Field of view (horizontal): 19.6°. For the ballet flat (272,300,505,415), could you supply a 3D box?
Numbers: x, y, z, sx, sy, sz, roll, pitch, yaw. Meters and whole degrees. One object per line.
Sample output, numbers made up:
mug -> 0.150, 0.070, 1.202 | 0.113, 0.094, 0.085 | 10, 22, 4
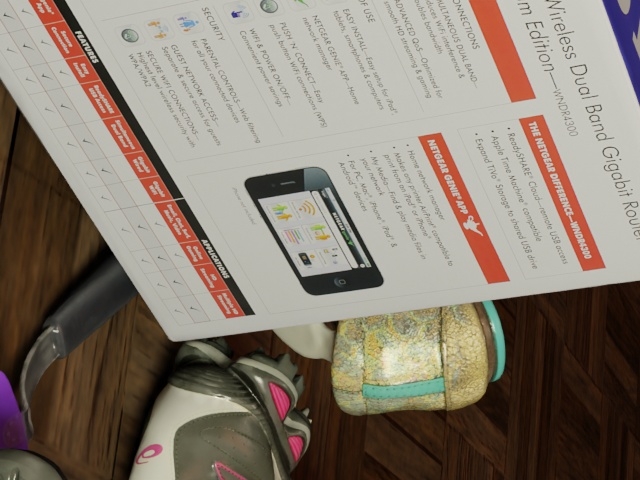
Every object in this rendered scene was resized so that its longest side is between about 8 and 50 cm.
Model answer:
ballet flat -> 0.000, 0.000, 1.142 | 0.348, 0.123, 0.123 | -124, -163, -58

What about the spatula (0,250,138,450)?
spatula -> -0.139, 0.063, 0.944 | 0.296, 0.030, 0.084 | -58, 146, -56

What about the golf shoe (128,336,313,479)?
golf shoe -> -0.042, 0.182, 1.129 | 0.120, 0.105, 0.273 | -55, 135, -33

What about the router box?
router box -> -0.001, -0.102, 0.894 | 0.082, 0.301, 0.335 | -76, 149, -43

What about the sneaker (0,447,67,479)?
sneaker -> -0.130, 0.182, 0.881 | 0.130, 0.087, 0.227 | -57, 146, -61
